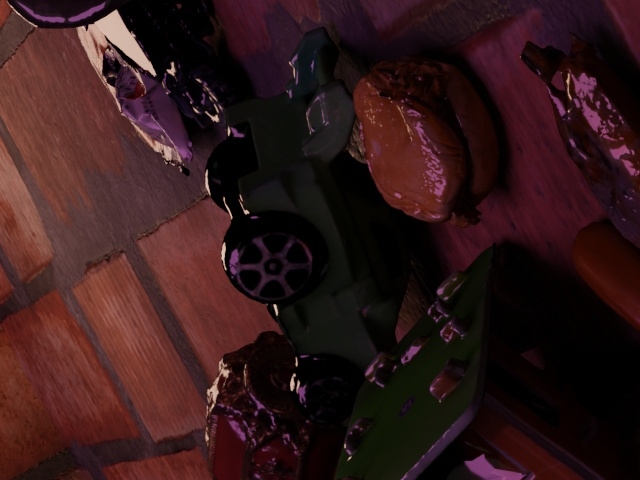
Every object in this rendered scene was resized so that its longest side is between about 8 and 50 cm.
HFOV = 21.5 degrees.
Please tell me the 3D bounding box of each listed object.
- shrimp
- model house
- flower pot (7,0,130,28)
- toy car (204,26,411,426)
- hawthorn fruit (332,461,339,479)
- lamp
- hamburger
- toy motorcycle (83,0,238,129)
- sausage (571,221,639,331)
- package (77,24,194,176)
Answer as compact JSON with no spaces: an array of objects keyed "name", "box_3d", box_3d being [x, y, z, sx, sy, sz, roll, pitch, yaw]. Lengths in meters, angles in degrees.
[{"name":"shrimp","box_3d":[0.205,-0.071,1.256,0.187,0.052,0.132,62,158,-9]},{"name":"model house","box_3d":[0.155,0.258,1.457,0.324,0.340,0.300,37,-156,-7]},{"name":"flower pot","box_3d":[-0.185,-0.332,1.488,0.302,0.302,0.213,38,152,44]},{"name":"toy car","box_3d":[0.000,0.000,1.625,0.213,0.176,0.358,-106,-8,-62]},{"name":"hawthorn fruit","box_3d":[0.056,0.269,1.951,0.081,0.081,0.093,48,143,31]},{"name":"lamp","box_3d":[-0.051,0.222,2.020,0.177,0.177,0.274,51,158,23]},{"name":"hamburger","box_3d":[0.092,-0.085,1.449,0.138,0.083,0.147,29,140,59]},{"name":"toy motorcycle","box_3d":[-0.182,-0.234,1.843,0.270,0.106,0.159,56,164,-16]},{"name":"sausage","box_3d":[0.247,0.037,1.293,0.183,0.054,0.062,44,133,43]},{"name":"package","box_3d":[-0.219,-0.177,2.051,0.269,0.071,0.194,-139,29,-67]}]
